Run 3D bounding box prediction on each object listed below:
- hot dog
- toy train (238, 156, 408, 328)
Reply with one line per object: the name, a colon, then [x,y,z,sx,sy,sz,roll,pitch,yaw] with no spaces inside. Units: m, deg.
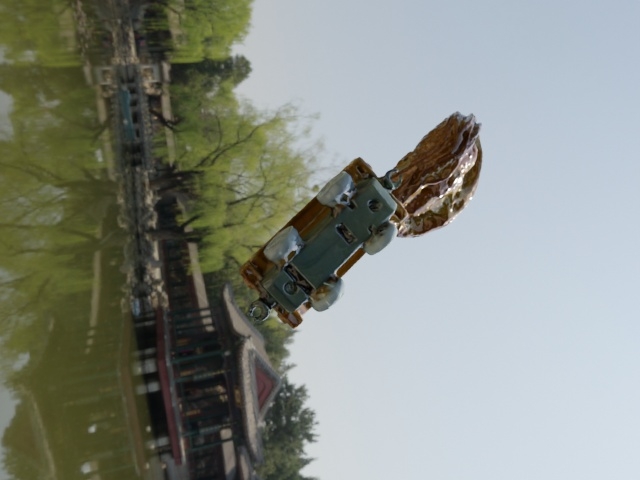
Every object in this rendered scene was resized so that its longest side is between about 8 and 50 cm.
hot dog: [0.203,-0.108,0.894,0.114,0.259,0.175,50,5,40]
toy train: [0.000,0.000,0.544,0.089,0.219,0.127,47,-8,-14]
